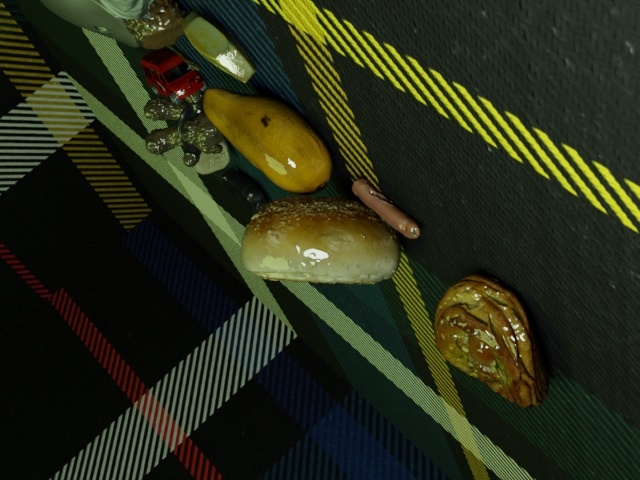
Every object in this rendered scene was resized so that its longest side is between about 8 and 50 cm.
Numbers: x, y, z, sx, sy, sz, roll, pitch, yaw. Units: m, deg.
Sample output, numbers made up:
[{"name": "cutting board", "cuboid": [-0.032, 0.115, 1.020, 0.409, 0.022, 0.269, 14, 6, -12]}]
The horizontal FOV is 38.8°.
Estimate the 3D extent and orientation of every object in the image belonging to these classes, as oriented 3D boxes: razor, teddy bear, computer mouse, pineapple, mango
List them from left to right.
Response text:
[{"name": "computer mouse", "cuboid": [-0.561, -0.550, 2.136, 0.330, 0.095, 0.197, 32, 170, 19]}, {"name": "pineapple", "cuboid": [-0.359, -0.489, 1.747, 0.251, 0.125, 0.125, 57, 169, 8]}, {"name": "teddy bear", "cuboid": [-0.306, -0.274, 2.148, 0.251, 0.129, 0.182, 18, 122, 39]}, {"name": "razor", "cuboid": [-0.193, -0.130, 2.357, 0.148, 0.054, 0.090, 38, 164, 42]}, {"name": "mango", "cuboid": [-0.092, -0.193, 1.675, 0.295, 0.120, 0.177, 44, 175, 27]}]

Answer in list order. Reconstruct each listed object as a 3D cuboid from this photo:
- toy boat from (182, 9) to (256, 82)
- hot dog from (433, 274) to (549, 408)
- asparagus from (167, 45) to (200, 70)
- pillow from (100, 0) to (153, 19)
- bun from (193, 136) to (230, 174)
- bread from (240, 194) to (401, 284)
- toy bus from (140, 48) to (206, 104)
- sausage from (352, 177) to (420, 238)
[{"name": "toy boat", "cuboid": [-0.186, -0.352, 1.639, 0.172, 0.065, 0.066, 45, -170, 17]}, {"name": "hot dog", "cuboid": [0.289, 0.180, 1.500, 0.196, 0.122, 0.272, 30, 158, 37]}, {"name": "asparagus", "cuboid": [-0.314, -0.414, 1.999, 0.166, 0.013, 0.016, 40, 123, 32]}, {"name": "pillow", "cuboid": [-0.360, -0.529, 1.527, 0.283, 0.138, 0.310, 57, 166, -1]}, {"name": "bun", "cuboid": [-0.278, -0.221, 2.258, 0.069, 0.115, 0.115, 49, 171, 37]}, {"name": "bread", "cuboid": [0.000, 0.000, 1.648, 0.305, 0.305, 0.159, 170, 101, -76]}, {"name": "toy bus", "cuboid": [-0.334, -0.373, 2.051, 0.195, 0.081, 0.089, 32, 150, 55]}, {"name": "sausage", "cuboid": [0.115, -0.053, 1.572, 0.158, 0.036, 0.042, 42, -159, 28]}]
